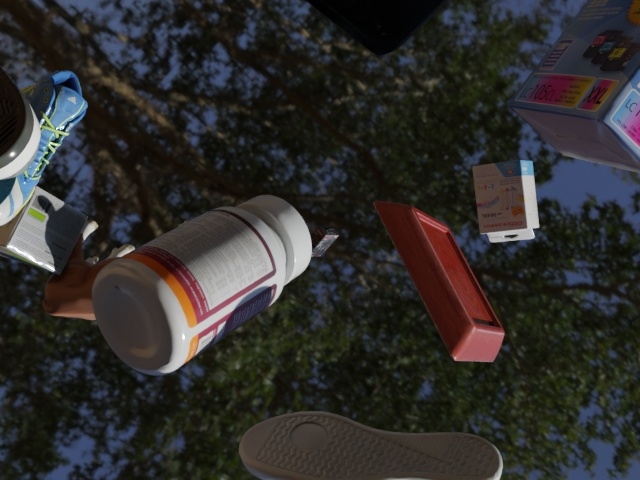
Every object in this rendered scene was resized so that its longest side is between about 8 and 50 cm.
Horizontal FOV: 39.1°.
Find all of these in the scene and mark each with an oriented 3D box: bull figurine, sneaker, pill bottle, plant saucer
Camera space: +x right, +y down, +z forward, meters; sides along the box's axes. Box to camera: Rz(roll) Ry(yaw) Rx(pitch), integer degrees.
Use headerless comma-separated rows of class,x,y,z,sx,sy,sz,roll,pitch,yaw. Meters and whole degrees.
bull figurine,-0.281,0.063,1.405,0.310,0.101,0.188,4,-131,13
sneaker,0.043,0.260,0.906,0.256,0.151,0.094,7,-144,1
pill bottle,-0.113,0.037,0.921,0.121,0.121,0.221,-5,-162,40
plant saucer,0.194,0.059,1.371,0.048,0.258,0.259,-30,-108,17
sneaker,-0.334,-0.085,0.842,0.296,0.178,0.123,25,-111,32
sneaker,-0.356,-0.130,1.098,0.126,0.091,0.240,-34,-145,33

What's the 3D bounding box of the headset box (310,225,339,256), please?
headset box,0.000,0.000,2.136,0.083,0.062,0.032,-48,-113,22

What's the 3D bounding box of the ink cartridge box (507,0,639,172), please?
ink cartridge box,0.513,-0.310,1.384,0.395,0.151,0.270,-51,-158,-2

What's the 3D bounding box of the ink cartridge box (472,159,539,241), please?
ink cartridge box,0.339,-0.069,1.640,0.092,0.090,0.143,-7,-91,26

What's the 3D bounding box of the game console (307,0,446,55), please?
game console,-0.014,-0.330,0.764,0.213,0.361,0.044,-41,-159,40

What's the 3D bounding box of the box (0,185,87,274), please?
box,-0.484,-0.031,1.411,0.203,0.114,0.103,13,-106,38
